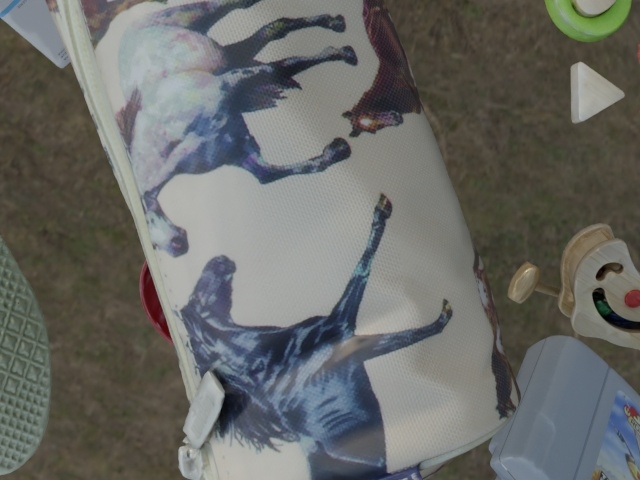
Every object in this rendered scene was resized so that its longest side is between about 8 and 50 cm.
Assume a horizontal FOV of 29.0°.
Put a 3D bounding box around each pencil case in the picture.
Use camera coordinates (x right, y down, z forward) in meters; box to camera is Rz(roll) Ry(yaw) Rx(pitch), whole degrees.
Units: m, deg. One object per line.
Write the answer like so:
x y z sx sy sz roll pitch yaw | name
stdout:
-0.042 -0.061 0.611 0.160 0.183 0.410 -15 97 55 | pencil case

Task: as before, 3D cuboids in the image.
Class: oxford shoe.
-0.440 0.058 1.441 0.130 0.169 0.449 -12 102 41 | oxford shoe

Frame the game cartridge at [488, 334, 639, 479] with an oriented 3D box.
0.272 0.234 1.099 0.062 0.198 0.297 -29 108 42 | game cartridge

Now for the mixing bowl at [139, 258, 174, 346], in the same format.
-0.046 0.012 0.984 0.181 0.098 0.181 2 134 2 | mixing bowl

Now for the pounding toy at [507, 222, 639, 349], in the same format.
0.424 0.053 1.848 0.269 0.155 0.154 17 109 -14 | pounding toy

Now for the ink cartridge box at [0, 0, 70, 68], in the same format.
-0.164 -0.226 0.977 0.189 0.097 0.255 -45 156 1 | ink cartridge box

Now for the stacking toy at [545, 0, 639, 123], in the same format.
0.476 -0.304 1.729 0.279 0.309 0.130 -9 178 -20 | stacking toy
